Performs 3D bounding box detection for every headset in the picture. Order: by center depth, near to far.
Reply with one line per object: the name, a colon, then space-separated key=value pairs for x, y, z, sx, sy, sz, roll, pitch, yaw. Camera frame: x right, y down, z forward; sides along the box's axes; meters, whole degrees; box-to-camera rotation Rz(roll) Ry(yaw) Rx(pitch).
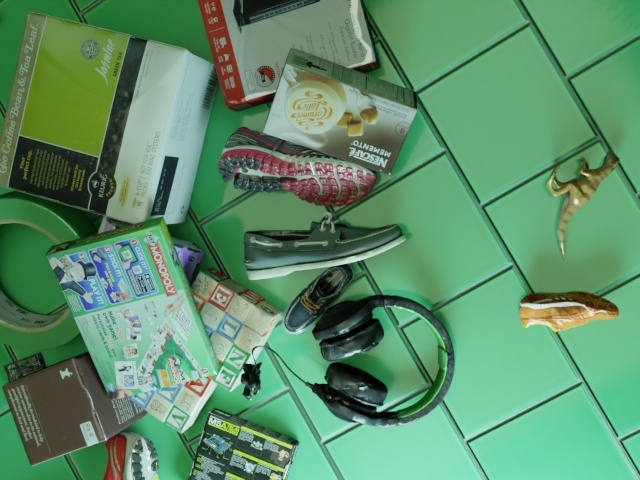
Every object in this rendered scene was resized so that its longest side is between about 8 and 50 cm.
headset: x=0.053 y=0.231 z=1.536 sx=0.394 sy=0.185 sz=0.243 roll=-3 pitch=94 yaw=-1

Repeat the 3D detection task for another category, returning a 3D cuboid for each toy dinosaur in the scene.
toy dinosaur: x=0.458 y=-0.080 z=1.509 sx=0.112 sy=0.064 sz=0.211 roll=35 pitch=99 yaw=7

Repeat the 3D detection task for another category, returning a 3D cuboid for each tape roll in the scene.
tape roll: x=-0.583 y=0.061 z=1.675 sx=0.321 sy=0.077 sz=0.321 roll=3 pitch=108 yaw=11

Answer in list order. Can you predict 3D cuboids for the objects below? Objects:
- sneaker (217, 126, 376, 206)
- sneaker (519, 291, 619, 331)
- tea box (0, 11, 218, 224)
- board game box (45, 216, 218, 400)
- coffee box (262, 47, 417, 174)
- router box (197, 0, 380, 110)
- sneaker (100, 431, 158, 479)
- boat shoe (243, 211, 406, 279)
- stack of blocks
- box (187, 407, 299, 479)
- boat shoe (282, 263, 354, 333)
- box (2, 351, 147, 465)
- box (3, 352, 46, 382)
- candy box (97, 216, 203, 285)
sneaker: x=-0.038 y=-0.152 z=1.585 sx=0.299 sy=0.121 sz=0.112 roll=13 pitch=52 yaw=0
sneaker: x=0.454 y=0.133 z=1.528 sx=0.175 sy=0.064 sz=0.067 roll=0 pitch=112 yaw=16
tea box: x=-0.402 y=-0.224 z=1.594 sx=0.324 sy=0.220 sz=0.329 roll=16 pitch=95 yaw=9
board game box: x=-0.336 y=0.130 z=1.521 sx=0.214 sy=0.046 sz=0.317 roll=-15 pitch=112 yaw=4
coffee box: x=0.036 y=-0.234 z=1.516 sx=0.247 sy=0.098 sz=0.141 roll=19 pitch=119 yaw=-7
router box: x=-0.074 y=-0.451 z=1.589 sx=0.301 sy=0.082 sz=0.335 roll=-15 pitch=89 yaw=11
sneaker: x=-0.394 y=0.526 z=1.699 sx=0.118 sy=0.107 sz=0.279 roll=4 pitch=92 yaw=31
boat shoe: x=0.000 y=0.000 z=1.578 sx=0.319 sy=0.116 sz=0.099 roll=-12 pitch=94 yaw=17
stack of blocks: x=-0.225 y=0.225 z=1.643 sx=0.171 sy=0.087 sz=0.297 roll=32 pitch=98 yaw=8
box: x=-0.159 y=0.453 z=1.663 sx=0.191 sy=0.045 sz=0.184 roll=18 pitch=93 yaw=11
boat shoe: x=-0.013 y=0.111 z=1.599 sx=0.065 sy=0.083 sz=0.183 roll=44 pitch=99 yaw=7
box: x=-0.475 y=0.314 z=1.639 sx=0.167 sy=0.203 sz=0.168 roll=-21 pitch=87 yaw=12
box: x=-0.619 y=0.282 z=1.759 sx=0.083 sy=0.018 sz=0.067 roll=-21 pitch=88 yaw=11
candy box: x=-0.351 y=0.062 z=1.613 sx=0.070 sy=0.196 sz=0.164 roll=33 pitch=102 yaw=54
